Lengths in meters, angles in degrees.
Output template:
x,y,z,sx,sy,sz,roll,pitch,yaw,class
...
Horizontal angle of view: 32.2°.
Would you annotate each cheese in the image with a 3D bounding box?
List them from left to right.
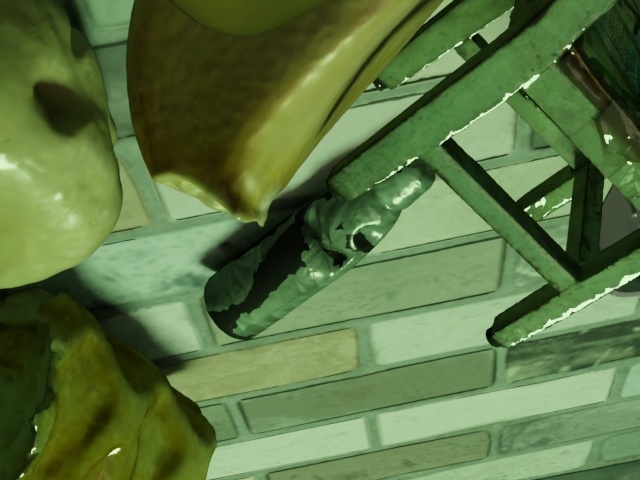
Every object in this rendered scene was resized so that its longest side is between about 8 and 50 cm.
x,y,z,sx,sy,sz,roll,pitch,yaw,class
-0.210,-0.045,0.614,0.218,0.117,0.235,10,145,-33,cheese

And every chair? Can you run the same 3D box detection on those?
x,y,z,sx,sy,sz,roll,pitch,yaw,class
0.149,-0.086,0.530,0.147,0.136,0.270,42,124,-15,chair

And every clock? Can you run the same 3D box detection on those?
x,y,z,sx,sy,sz,roll,pitch,yaw,class
0.280,-0.014,0.873,0.110,0.050,0.153,-5,147,-10,clock

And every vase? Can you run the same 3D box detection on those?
x,y,z,sx,sy,sz,roll,pitch,yaw,class
0.000,0.000,0.800,0.060,0.060,0.211,20,135,-39,vase

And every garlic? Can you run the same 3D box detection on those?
x,y,z,sx,sy,sz,roll,pitch,yaw,class
0.010,-0.118,0.529,0.245,0.164,0.145,-40,136,22,garlic

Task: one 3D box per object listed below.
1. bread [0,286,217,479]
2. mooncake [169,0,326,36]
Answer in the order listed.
x,y,z,sx,sy,sz,roll,pitch,yaw,class
-0.220,0.175,0.875,0.238,0.196,0.252,-23,148,19,bread
-0.034,-0.190,0.362,0.117,0.235,0.235,-27,145,17,mooncake
